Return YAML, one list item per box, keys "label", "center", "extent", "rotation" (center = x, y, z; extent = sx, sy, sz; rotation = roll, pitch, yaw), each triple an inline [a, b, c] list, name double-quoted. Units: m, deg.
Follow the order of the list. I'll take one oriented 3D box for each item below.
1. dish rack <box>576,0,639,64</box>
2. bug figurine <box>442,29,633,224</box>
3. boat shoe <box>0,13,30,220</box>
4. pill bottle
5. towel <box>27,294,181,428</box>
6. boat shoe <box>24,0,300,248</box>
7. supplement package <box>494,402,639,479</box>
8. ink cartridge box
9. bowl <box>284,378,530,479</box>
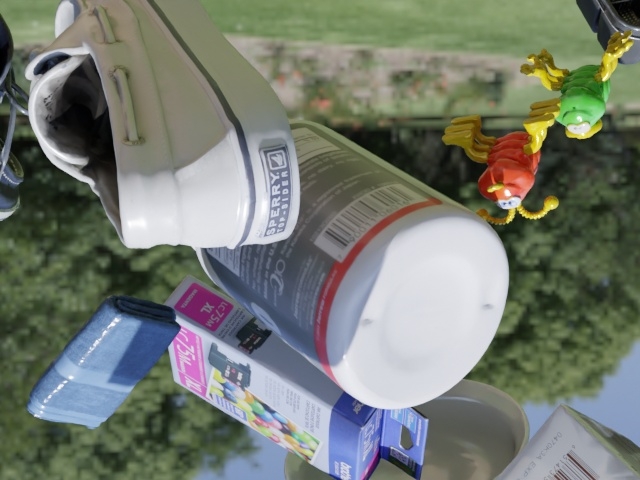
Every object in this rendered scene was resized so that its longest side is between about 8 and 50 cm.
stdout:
- label: "dish rack"
  center: [0.368, -0.273, 1.363]
  extent: [0.272, 0.208, 0.074]
  rotation: [-11, 147, -16]
- label: "bug figurine"
  center: [0.245, -0.096, 1.036]
  extent: [0.279, 0.072, 0.216]
  rotation: [-8, -153, 28]
- label: "boat shoe"
  center: [-0.364, -0.161, 1.317]
  extent: [0.156, 0.187, 0.500]
  rotation: [-35, 158, -9]
- label: "pill bottle"
  center: [0.000, 0.000, 1.087]
  extent: [0.161, 0.161, 0.283]
  rotation: [-4, -155, -36]
- label: "towel"
  center: [-0.157, 0.086, 0.987]
  extent: [0.067, 0.119, 0.029]
  rotation: [19, -146, -39]
- label: "boat shoe"
  center: [-0.098, -0.067, 0.658]
  extent: [0.088, 0.096, 0.267]
  rotation: [-11, -146, -21]
- label: "supplement package"
  center: [0.242, 0.226, 1.192]
  extent: [0.105, 0.105, 0.179]
  rotation: [43, -172, 35]
- label: "ink cartridge box"
  center: [-0.030, 0.172, 1.516]
  extent: [0.311, 0.065, 0.185]
  rotation: [27, 152, 15]
- label: "bowl"
  center: [0.114, 0.297, 1.653]
  extent: [0.298, 0.134, 0.298]
  rotation: [-12, -158, 5]
